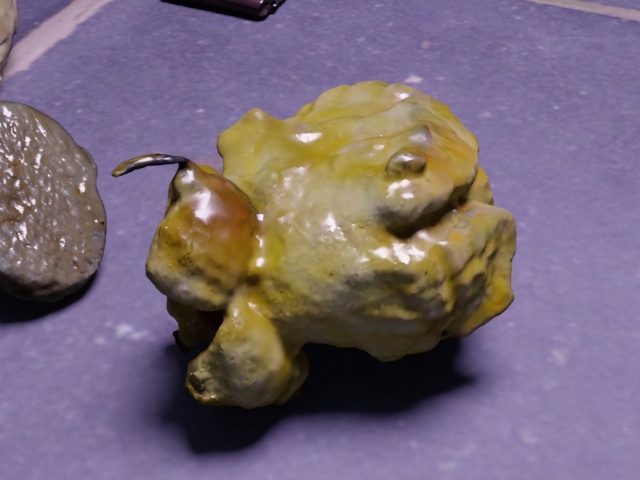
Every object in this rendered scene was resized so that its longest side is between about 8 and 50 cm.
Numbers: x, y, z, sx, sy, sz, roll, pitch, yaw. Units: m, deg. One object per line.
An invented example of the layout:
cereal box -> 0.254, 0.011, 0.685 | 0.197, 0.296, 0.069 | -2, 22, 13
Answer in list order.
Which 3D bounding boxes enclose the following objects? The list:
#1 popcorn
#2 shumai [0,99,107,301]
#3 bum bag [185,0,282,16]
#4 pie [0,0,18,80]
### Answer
popcorn -> -0.002, -0.008, 0.572 | 0.195, 0.173, 0.168 | -16, 54, -10
shumai -> -0.196, -0.015, 0.650 | 0.099, 0.087, 0.123 | -1, 72, -44
bum bag -> -0.064, -0.254, 0.972 | 0.109, 0.026, 0.159 | 14, 42, 20
pie -> -0.399, -0.174, 0.791 | 0.339, 0.077, 0.339 | 5, 62, -10
